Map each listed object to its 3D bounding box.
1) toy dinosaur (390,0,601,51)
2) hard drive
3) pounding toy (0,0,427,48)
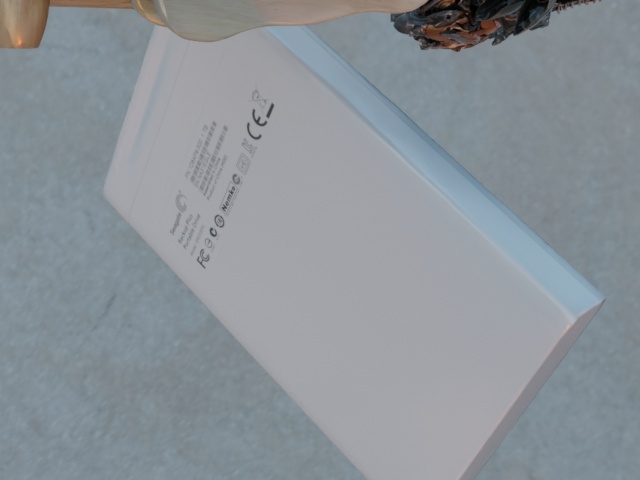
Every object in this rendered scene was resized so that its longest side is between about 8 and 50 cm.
[{"bbox_3d":[0.178,-0.231,0.915,0.164,0.322,0.218,53,26,21],"label":"toy dinosaur"},{"bbox_3d":[0.000,0.000,0.894,0.047,0.233,0.353,-25,62,-42],"label":"hard drive"},{"bbox_3d":[-0.065,-0.202,0.755,0.269,0.155,0.154,-11,110,-19],"label":"pounding toy"}]
